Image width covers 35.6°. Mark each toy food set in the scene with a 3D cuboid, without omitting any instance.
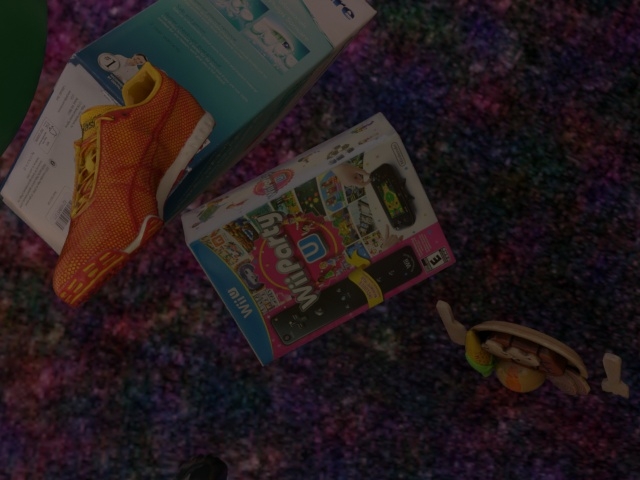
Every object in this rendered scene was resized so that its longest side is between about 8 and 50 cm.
[{"bbox_3d":[0.203,0.122,0.987,0.192,0.132,0.039,16,71,26],"label":"toy food set"}]

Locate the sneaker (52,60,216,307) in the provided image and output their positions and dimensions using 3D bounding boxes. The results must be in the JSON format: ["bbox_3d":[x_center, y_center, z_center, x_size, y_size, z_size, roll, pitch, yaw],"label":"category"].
[{"bbox_3d":[-0.114,-0.032,0.544,0.064,0.067,0.175,-38,24,33],"label":"sneaker"}]

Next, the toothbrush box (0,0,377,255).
[{"bbox_3d":[-0.114,-0.124,0.882,0.216,0.126,0.295,-42,5,47],"label":"toothbrush box"}]

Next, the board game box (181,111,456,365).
[{"bbox_3d":[0.000,0.000,1.340,0.303,0.224,0.097,-28,29,1],"label":"board game box"}]

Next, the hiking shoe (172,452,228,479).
[{"bbox_3d":[-0.082,0.361,0.978,0.132,0.113,0.304,-4,87,12],"label":"hiking shoe"}]

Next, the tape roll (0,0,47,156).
[{"bbox_3d":[-0.406,-0.188,0.936,0.321,0.077,0.321,-3,83,24],"label":"tape roll"}]
